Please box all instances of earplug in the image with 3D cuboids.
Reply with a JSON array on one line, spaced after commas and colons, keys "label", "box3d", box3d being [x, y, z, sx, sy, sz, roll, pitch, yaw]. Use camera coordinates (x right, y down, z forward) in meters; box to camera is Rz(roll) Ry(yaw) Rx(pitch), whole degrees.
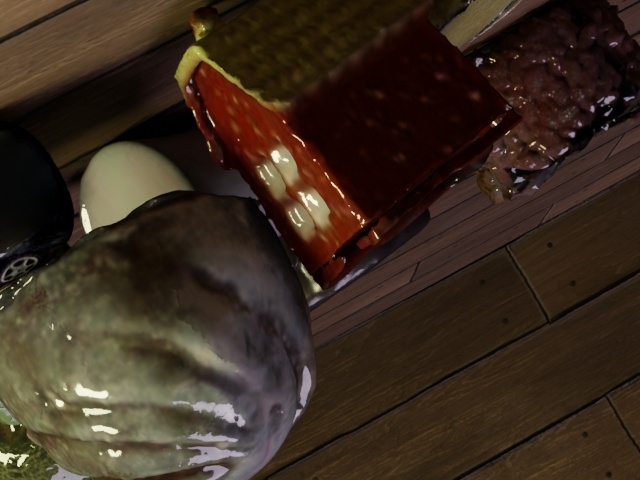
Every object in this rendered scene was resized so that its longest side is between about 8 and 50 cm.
[{"label": "earplug", "box3d": [-0.079, -0.060, 1.877, 0.301, 0.172, 0.172, -28, 172, -47]}]

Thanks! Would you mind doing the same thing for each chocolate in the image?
[{"label": "chocolate", "box3d": [-0.129, 0.124, 1.615, 0.303, 0.213, 0.303, -26, 157, -12]}]

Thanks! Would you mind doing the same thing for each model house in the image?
[{"label": "model house", "box3d": [0.013, -0.123, 1.572, 0.196, 0.254, 0.160, -39, 180, -25]}]

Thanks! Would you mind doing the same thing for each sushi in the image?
[{"label": "sushi", "box3d": [0.284, -0.172, 2.269, 0.270, 0.171, 0.236, -35, 169, 1]}]

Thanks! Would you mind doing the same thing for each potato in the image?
[{"label": "potato", "box3d": [0.130, -0.240, 1.772, 0.164, 0.081, 0.200, -40, 171, 9]}]

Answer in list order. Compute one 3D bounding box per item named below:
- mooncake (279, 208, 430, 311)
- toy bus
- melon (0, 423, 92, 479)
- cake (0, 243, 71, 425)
[{"label": "mooncake", "box3d": [0.000, 0.000, 2.396, 0.283, 0.141, 0.283, -34, 178, -2]}, {"label": "toy bus", "box3d": [-0.356, 0.018, 1.538, 0.303, 0.127, 0.147, -29, 175, -16]}, {"label": "melon", "box3d": [-0.311, 0.212, 2.184, 0.237, 0.237, 0.302, -31, 171, 7]}, {"label": "cake", "box3d": [-0.306, 0.075, 1.834, 0.158, 0.172, 0.283, -31, 168, -4]}]
